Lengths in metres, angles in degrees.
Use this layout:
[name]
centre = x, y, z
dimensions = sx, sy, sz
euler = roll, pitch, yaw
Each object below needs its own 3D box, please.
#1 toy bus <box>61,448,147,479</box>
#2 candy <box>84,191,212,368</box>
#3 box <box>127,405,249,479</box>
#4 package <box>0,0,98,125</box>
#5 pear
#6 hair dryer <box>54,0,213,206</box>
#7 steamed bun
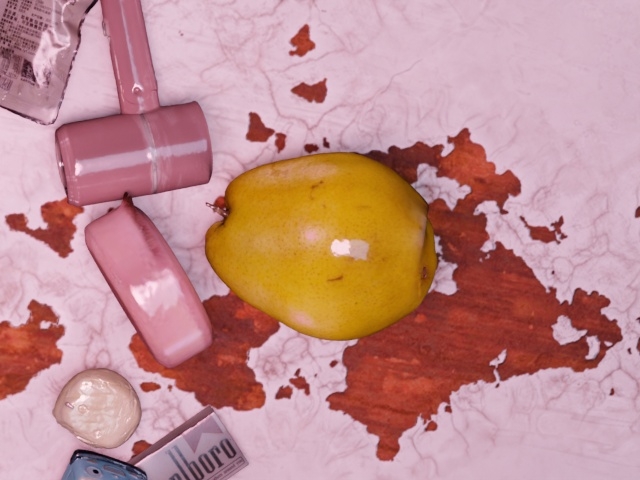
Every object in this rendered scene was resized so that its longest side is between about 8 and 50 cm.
[toy bus]
centre = -0.359, 0.468, 1.889
dimensions = 0.133, 0.165, 0.271
euler = 24, 101, -22
[candy]
centre = -0.249, 0.059, 1.820
dimensions = 0.094, 0.255, 0.255
euler = -31, 109, -11
[box]
centre = -0.215, 0.357, 2.000
dimensions = 0.177, 0.036, 0.115
euler = -34, 109, -10
[package]
centre = -0.403, -0.294, 1.781
dimensions = 0.154, 0.030, 0.239
euler = 23, 94, 5
[pear]
centre = 0.004, 0.009, 1.886
dimensions = 0.336, 0.285, 0.285
euler = -8, 103, -15
[hair dryer]
centre = -0.292, -0.236, 1.832
dimensions = 0.210, 0.125, 0.352
euler = -11, 94, -16
[steamed bun]
centre = -0.333, 0.247, 1.908
dimensions = 0.130, 0.091, 0.112
euler = 31, 87, -23
